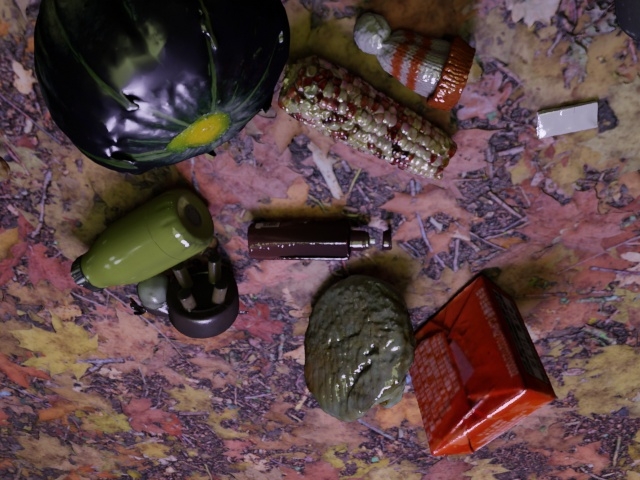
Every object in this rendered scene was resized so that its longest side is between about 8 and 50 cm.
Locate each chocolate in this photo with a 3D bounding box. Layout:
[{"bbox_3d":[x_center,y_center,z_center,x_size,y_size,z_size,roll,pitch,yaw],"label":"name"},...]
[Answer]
[{"bbox_3d":[0.272,0.226,1.042,0.107,0.238,0.235,20,128,-25],"label":"chocolate"}]

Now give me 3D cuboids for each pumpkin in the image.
[{"bbox_3d":[-0.189,-0.240,0.693,0.295,0.296,0.296,2,129,3],"label":"pumpkin"}]

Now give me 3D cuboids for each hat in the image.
[{"bbox_3d":[0.115,-0.238,0.773,0.162,0.112,0.094,21,101,1],"label":"hat"}]

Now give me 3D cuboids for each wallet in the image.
[{"bbox_3d":[0.352,-0.172,0.849,0.083,0.011,0.044,-9,128,12],"label":"wallet"}]

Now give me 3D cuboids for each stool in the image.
[{"bbox_3d":[-0.233,0.093,1.038,0.217,0.125,0.121,8,140,9],"label":"stool"}]

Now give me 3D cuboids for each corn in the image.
[{"bbox_3d":[0.070,-0.164,0.828,0.280,0.092,0.092,25,127,-17],"label":"corn"}]

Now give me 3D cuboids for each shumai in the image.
[{"bbox_3d":[0.100,0.190,1.095,0.203,0.222,0.272,-1,131,-48],"label":"shumai"}]

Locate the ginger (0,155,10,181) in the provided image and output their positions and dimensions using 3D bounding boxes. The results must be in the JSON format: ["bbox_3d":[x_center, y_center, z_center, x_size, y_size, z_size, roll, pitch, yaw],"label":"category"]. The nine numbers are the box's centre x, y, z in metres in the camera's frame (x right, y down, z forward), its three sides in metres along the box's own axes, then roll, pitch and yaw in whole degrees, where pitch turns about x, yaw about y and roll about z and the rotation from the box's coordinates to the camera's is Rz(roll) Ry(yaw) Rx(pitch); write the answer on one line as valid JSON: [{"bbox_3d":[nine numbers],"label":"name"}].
[{"bbox_3d":[-0.619,-0.120,0.899,0.275,0.130,0.221,8,121,-9],"label":"ginger"}]

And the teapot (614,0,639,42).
[{"bbox_3d":[0.383,-0.385,0.546,0.300,0.253,0.344,-41,116,-7],"label":"teapot"}]

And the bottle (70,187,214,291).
[{"bbox_3d":[-0.305,0.012,0.988,0.260,0.112,0.112,-26,123,24],"label":"bottle"}]

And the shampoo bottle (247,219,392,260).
[{"bbox_3d":[0.000,0.001,0.986,0.236,0.068,0.067,0,130,7],"label":"shampoo bottle"}]
